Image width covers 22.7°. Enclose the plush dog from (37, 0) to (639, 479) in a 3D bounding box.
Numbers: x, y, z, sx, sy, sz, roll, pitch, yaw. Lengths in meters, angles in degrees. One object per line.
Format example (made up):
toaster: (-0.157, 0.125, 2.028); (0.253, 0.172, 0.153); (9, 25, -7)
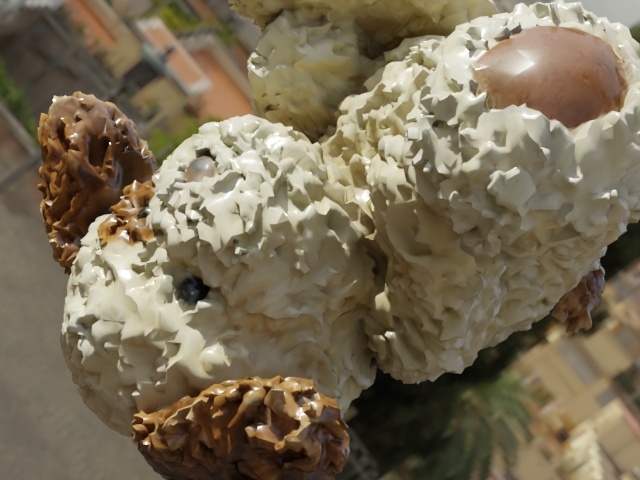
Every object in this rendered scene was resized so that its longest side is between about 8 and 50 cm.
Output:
plush dog: (0.000, 0.000, 0.638); (0.262, 0.225, 0.210); (54, -11, 48)
